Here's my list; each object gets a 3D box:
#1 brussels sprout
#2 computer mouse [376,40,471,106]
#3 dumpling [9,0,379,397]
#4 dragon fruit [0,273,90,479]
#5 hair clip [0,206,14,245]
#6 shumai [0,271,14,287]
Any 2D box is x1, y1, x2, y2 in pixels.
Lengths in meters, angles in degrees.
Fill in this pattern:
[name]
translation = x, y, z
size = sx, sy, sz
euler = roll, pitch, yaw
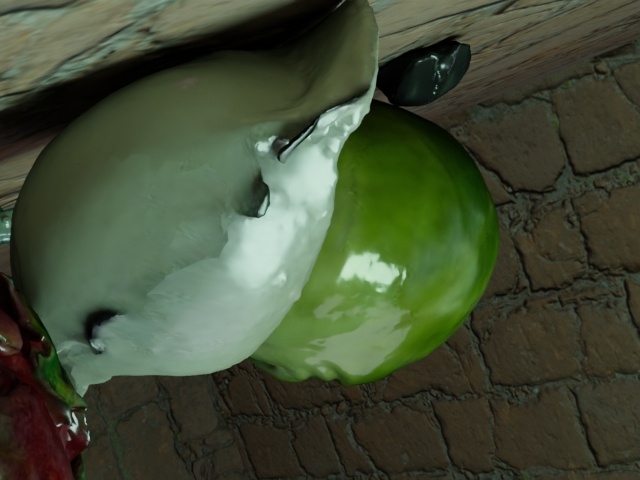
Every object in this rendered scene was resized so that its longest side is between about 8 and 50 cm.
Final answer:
[brussels sprout]
translation = 0.000, 0.000, 1.013
size = 0.344, 0.268, 0.344
euler = -8, -173, 1
[computer mouse]
translation = 0.097, -0.152, 0.998
size = 0.079, 0.047, 0.135
euler = -21, 180, -16
[dumpling]
translation = -0.068, -0.031, 0.624
size = 0.243, 0.175, 0.227
euler = -14, -149, 6
[dragon fruit]
translation = -0.254, 0.126, 0.478
size = 0.329, 0.329, 0.329
euler = -20, -178, 1
[hair clip]
translation = -0.312, -0.003, 0.885
size = 0.173, 0.049, 0.049
euler = -15, 178, -34
[shumai]
translation = -0.468, 0.109, 1.052
size = 0.330, 0.292, 0.288
euler = -29, 144, -3
